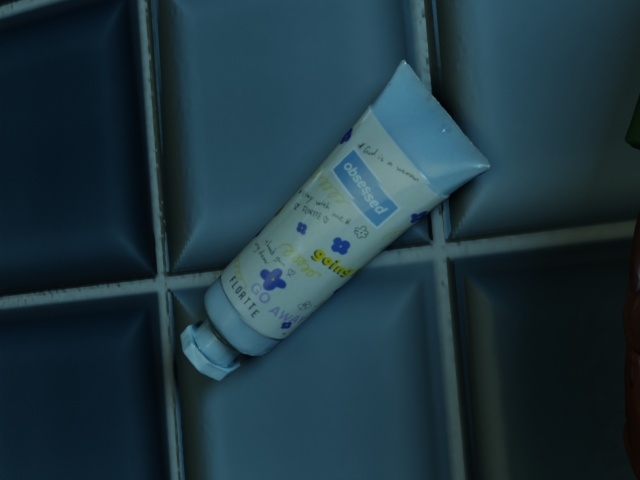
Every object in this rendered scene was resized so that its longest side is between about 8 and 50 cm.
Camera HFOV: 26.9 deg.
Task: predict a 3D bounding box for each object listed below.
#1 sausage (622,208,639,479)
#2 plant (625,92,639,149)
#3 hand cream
[{"bbox_3d":[0.182,-0.026,0.417,0.152,0.152,0.280,21,101,33],"label":"sausage"},{"bbox_3d":[0.153,-0.076,0.504,0.051,0.051,0.102,25,97,33],"label":"plant"},{"bbox_3d":[0.000,0.000,0.613,0.170,0.043,0.065,-45,71,21],"label":"hand cream"}]
